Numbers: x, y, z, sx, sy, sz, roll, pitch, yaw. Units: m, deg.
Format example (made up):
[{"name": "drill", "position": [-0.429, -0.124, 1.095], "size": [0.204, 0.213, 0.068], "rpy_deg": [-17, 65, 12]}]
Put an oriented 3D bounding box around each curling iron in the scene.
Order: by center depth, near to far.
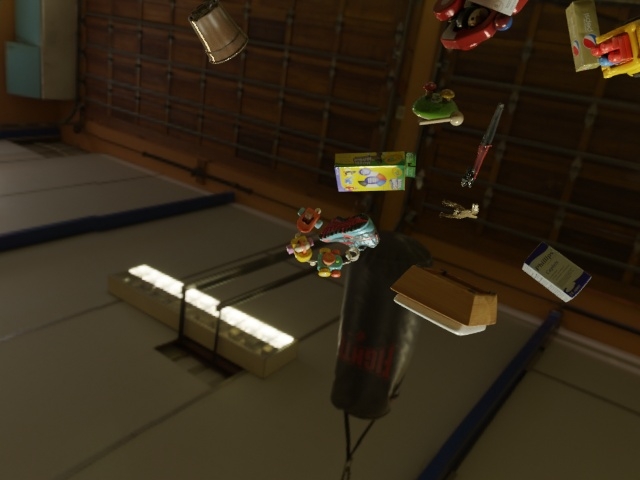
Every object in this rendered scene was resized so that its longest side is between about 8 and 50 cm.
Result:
[{"name": "curling iron", "position": [0.493, -0.280, 1.644], "size": [0.035, 0.274, 0.068], "rpy_deg": [29, -153, 17]}]

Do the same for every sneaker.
[{"name": "sneaker", "position": [0.094, -0.007, 1.810], "size": [0.104, 0.125, 0.262], "rpy_deg": [-50, -157, -24]}]

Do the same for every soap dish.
[{"name": "soap dish", "position": [0.355, 0.160, 1.508], "size": [0.229, 0.118, 0.291], "rpy_deg": [26, -172, 30]}]

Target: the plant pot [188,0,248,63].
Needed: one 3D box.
[{"name": "plant pot", "position": [-0.369, -0.746, 1.931], "size": [0.167, 0.165, 0.167], "rpy_deg": [-17, -134, 19]}]

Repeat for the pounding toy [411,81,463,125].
[{"name": "pounding toy", "position": [0.454, -0.536, 2.098], "size": [0.183, 0.110, 0.237], "rpy_deg": [2, -145, -2]}]

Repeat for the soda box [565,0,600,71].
[{"name": "soda box", "position": [0.731, -0.569, 1.509], "size": [0.058, 0.181, 0.061], "rpy_deg": [-10, 180, 5]}]

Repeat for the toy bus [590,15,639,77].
[{"name": "toy bus", "position": [0.796, -0.490, 1.351], "size": [0.211, 0.149, 0.220], "rpy_deg": [-15, -175, -20]}]

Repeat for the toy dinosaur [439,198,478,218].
[{"name": "toy dinosaur", "position": [0.366, -0.074, 1.441], "size": [0.093, 0.053, 0.183], "rpy_deg": [16, -179, 4]}]

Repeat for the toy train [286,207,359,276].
[{"name": "toy train", "position": [0.000, 0.000, 1.164], "size": [0.166, 0.046, 0.125], "rpy_deg": [39, -110, 11]}]

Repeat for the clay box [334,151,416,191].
[{"name": "clay box", "position": [0.156, -0.192, 1.533], "size": [0.222, 0.053, 0.127], "rpy_deg": [0, 154, 8]}]

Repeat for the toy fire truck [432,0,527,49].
[{"name": "toy fire truck", "position": [0.503, -0.704, 1.625], "size": [0.169, 0.302, 0.254], "rpy_deg": [38, 178, -32]}]

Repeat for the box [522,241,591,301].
[{"name": "box", "position": [0.574, 0.078, 1.335], "size": [0.137, 0.072, 0.126], "rpy_deg": [40, -177, 20]}]

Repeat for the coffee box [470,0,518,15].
[{"name": "coffee box", "position": [0.465, -0.708, 1.344], "size": [0.141, 0.246, 0.098], "rpy_deg": [22, -140, 1]}]
